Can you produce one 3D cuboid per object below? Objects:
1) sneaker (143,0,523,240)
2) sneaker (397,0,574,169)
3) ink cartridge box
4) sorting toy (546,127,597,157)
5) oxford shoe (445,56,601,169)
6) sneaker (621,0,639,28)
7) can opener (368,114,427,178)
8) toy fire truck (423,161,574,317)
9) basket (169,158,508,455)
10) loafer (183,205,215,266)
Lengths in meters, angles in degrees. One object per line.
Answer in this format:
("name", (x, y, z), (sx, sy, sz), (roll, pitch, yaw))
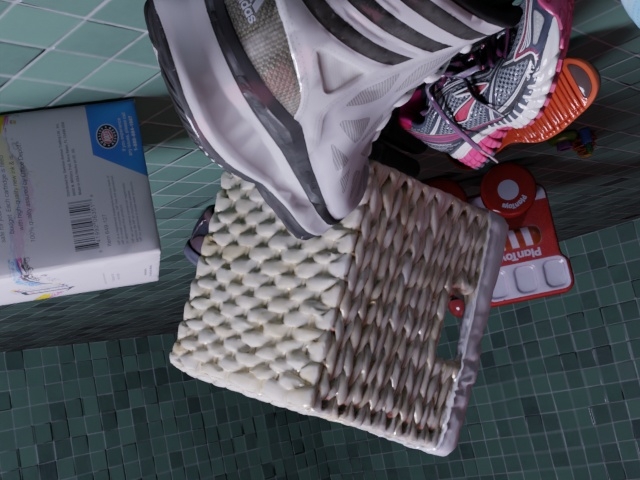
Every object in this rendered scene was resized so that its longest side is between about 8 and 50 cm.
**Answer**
("sneaker", (0.055, -0.130, 0.726), (0.258, 0.169, 0.447), (-22, 170, 9))
("sneaker", (0.171, -0.168, 0.889), (0.112, 0.120, 0.299), (21, 156, -6))
("ink cartridge box", (-0.302, -0.032, 0.906), (0.233, 0.171, 0.168), (-9, 169, -14))
("sorting toy", (0.432, -0.159, 1.415), (0.102, 0.042, 0.061), (-5, 168, -33))
("oxford shoe", (0.263, -0.174, 1.071), (0.098, 0.096, 0.271), (-29, -176, -29))
("sneaker", (0.360, -0.245, 0.554), (0.135, 0.150, 0.366), (-6, 168, -34))
("can opener", (0.051, -0.138, 1.080), (0.095, 0.075, 0.283), (18, -177, 24))
("toy fire truck", (0.299, 0.007, 1.575), (0.302, 0.253, 0.169), (-13, 170, 5))
("basket", (0.022, 0.077, 1.118), (0.267, 0.328, 0.331), (21, 170, -40))
("loafer", (-0.084, 0.047, 1.368), (0.303, 0.095, 0.109), (28, -157, 13))
